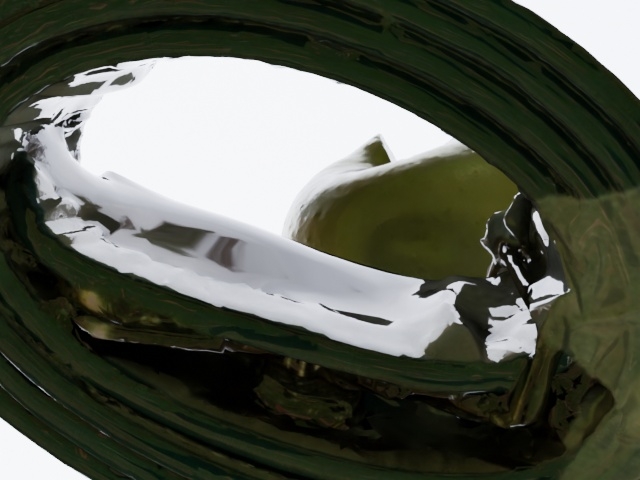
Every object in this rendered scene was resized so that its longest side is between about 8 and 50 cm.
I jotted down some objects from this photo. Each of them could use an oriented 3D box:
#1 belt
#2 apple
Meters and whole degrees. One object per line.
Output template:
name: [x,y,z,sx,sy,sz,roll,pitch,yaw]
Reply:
belt: [-0.002,0.000,0.459,0.436,0.173,0.300,20,-71,-1]
apple: [0.091,0.042,0.790,0.233,0.295,0.258,-27,-72,-25]
